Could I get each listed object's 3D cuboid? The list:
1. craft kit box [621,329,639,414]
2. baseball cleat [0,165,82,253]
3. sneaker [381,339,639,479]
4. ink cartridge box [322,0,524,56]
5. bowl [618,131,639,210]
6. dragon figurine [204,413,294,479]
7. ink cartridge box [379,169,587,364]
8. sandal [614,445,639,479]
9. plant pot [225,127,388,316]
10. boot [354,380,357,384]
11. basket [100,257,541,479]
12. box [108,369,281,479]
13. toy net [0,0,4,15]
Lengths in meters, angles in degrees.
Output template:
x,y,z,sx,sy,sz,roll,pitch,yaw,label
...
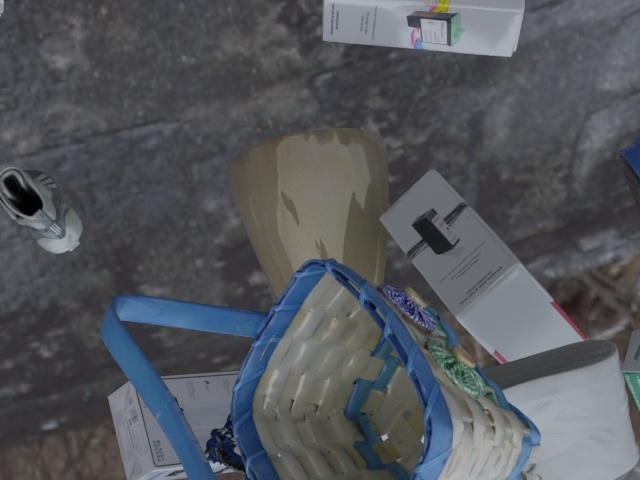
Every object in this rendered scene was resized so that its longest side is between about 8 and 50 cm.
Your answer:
x,y,z,sx,sy,sz,roll,pitch,yaw,label
0.421,0.179,1.102,0.246,0.061,0.250,-4,134,32,craft kit box
-0.341,-0.058,1.438,0.072,0.206,0.109,-47,129,-11,baseball cleat
0.200,0.226,1.359,0.292,0.169,0.108,-15,-164,13,sneaker
0.148,-0.382,1.757,0.278,0.201,0.117,5,155,1,ink cartridge box
0.576,0.006,1.919,0.077,0.391,0.391,-28,150,9,bowl
-0.069,0.329,1.530,0.144,0.289,0.085,21,124,-24,dragon figurine
0.221,0.049,1.730,0.114,0.273,0.197,-42,127,6,ink cartridge box
0.603,0.466,1.957,0.169,0.416,0.102,-61,154,0,sandal
0.000,0.000,1.921,0.256,0.274,0.256,-9,166,-2,plant pot
0.050,0.290,2.123,0.091,0.229,0.263,24,137,-13,boot
-0.002,0.130,0.940,0.288,0.255,0.201,3,123,-37,basket
-0.208,0.321,2.153,0.290,0.169,0.087,0,154,-41,box
-0.474,-0.244,1.609,0.045,0.232,0.122,37,158,-9,toy net
